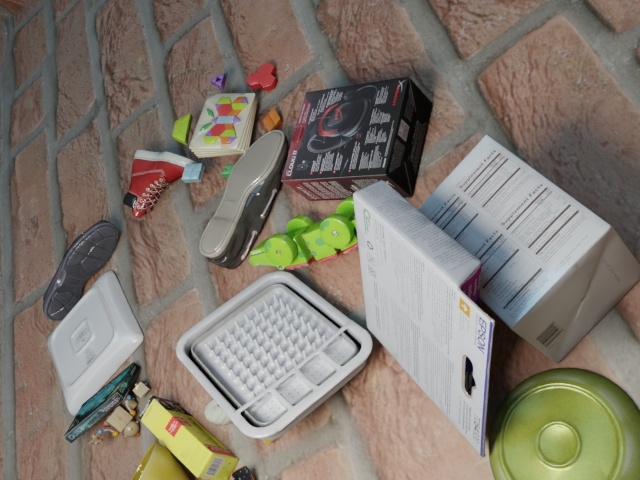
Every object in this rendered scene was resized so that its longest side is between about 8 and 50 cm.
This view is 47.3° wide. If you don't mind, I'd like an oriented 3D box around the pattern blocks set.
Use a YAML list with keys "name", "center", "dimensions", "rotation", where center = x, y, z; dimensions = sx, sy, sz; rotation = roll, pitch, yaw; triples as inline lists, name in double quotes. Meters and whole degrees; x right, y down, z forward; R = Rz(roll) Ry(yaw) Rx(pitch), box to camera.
- name: "pattern blocks set"
  center: [-0.230, -0.287, 1.778]
  dimensions: [0.285, 0.026, 0.325]
  rotation: [-10, 59, 14]

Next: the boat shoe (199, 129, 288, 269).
- name: "boat shoe"
  center: [-0.159, -0.091, 1.648]
  dimensions: [0.112, 0.095, 0.335]
  rotation: [18, 75, 39]

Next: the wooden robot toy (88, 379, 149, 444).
- name: "wooden robot toy"
  center: [-0.431, 0.401, 1.623]
  dimensions: [0.173, 0.079, 0.076]
  rotation: [-52, 9, -28]

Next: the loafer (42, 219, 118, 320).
- name: "loafer"
  center: [-0.649, 0.066, 1.933]
  dimensions: [0.303, 0.109, 0.095]
  rotation: [-57, 43, 4]

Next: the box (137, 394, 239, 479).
- name: "box"
  center: [-0.270, 0.399, 1.475]
  dimensions: [0.232, 0.087, 0.058]
  rotation: [27, 86, 44]

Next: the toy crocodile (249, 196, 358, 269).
- name: "toy crocodile"
  center: [0.000, 0.000, 1.463]
  dimensions: [0.340, 0.105, 0.115]
  rotation: [-17, 17, 32]

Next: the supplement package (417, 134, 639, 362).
- name: "supplement package"
  center: [0.314, 0.013, 1.136]
  dimensions: [0.198, 0.199, 0.263]
  rotation: [-48, 48, 8]

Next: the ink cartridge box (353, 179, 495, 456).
- name: "ink cartridge box"
  center: [0.174, 0.118, 1.129]
  dimensions: [0.071, 0.324, 0.330]
  rotation: [-27, 46, -19]

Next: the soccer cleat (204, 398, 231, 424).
- name: "soccer cleat"
  center: [-0.163, 0.319, 1.438]
  dimensions: [0.196, 0.076, 0.068]
  rotation: [-16, 59, 32]

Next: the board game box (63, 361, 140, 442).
- name: "board game box"
  center: [-0.496, 0.367, 1.662]
  dimensions: [0.186, 0.026, 0.126]
  rotation: [-40, 15, 17]

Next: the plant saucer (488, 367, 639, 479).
- name: "plant saucer"
  center: [0.353, 0.301, 1.071]
  dimensions: [0.240, 0.037, 0.241]
  rotation: [-18, 57, 31]

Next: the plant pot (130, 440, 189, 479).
- name: "plant pot"
  center: [-0.313, 0.474, 1.425]
  dimensions: [0.134, 0.095, 0.134]
  rotation: [-58, 10, 16]

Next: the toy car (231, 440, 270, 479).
- name: "toy car"
  center: [-0.117, 0.428, 1.387]
  dimensions: [0.122, 0.060, 0.040]
  rotation: [-45, 1, -11]

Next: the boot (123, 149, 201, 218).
- name: "boot"
  center: [-0.407, -0.135, 1.865]
  dimensions: [0.244, 0.088, 0.176]
  rotation: [7, 80, 40]

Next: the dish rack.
- name: "dish rack"
  center: [-0.087, 0.216, 1.379]
  dimensions: [0.285, 0.072, 0.333]
  rotation: [-37, 44, -19]

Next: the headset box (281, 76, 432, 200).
- name: "headset box"
  center: [0.061, -0.202, 1.506]
  dimensions: [0.293, 0.110, 0.218]
  rotation: [0, 68, 38]

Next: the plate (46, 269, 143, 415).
- name: "plate"
  center: [-0.582, 0.246, 1.826]
  dimensions: [0.277, 0.045, 0.278]
  rotation: [-47, 48, 9]
